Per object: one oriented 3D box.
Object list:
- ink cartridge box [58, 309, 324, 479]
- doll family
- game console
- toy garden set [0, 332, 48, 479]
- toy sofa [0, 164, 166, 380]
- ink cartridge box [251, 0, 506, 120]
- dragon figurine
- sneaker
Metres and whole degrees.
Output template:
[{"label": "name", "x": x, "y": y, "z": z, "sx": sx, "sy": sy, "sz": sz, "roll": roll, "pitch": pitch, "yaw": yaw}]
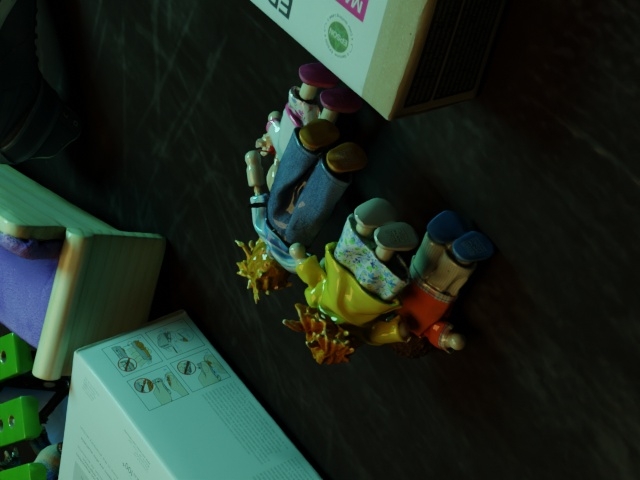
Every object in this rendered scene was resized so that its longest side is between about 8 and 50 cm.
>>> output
[{"label": "ink cartridge box", "x": -0.117, "y": 0.274, "z": 1.419, "sx": 0.309, "sy": 0.130, "sz": 0.272, "roll": 48, "pitch": 141, "yaw": 30}, {"label": "doll family", "x": 0.000, "y": 0.000, "z": 1.139, "sx": 0.263, "sy": 0.118, "sz": 0.163, "roll": 52, "pitch": 141, "yaw": 24}, {"label": "game console", "x": -0.326, "y": 0.214, "z": 1.714, "sx": 0.144, "sy": 0.124, "sz": 0.085, "roll": -45, "pitch": 43, "yaw": 52}, {"label": "toy garden set", "x": -0.334, "y": 0.235, "z": 1.582, "sx": 0.204, "sy": 0.049, "sz": 0.244, "roll": -23, "pitch": 73, "yaw": 51}, {"label": "toy sofa", "x": -0.336, "y": 0.006, "z": 1.513, "sx": 0.362, "sy": 0.177, "sz": 0.150, "roll": 27, "pitch": 106, "yaw": 43}, {"label": "ink cartridge box", "x": 0.027, "y": -0.227, "z": 1.024, "sx": 0.234, "sy": 0.088, "sz": 0.193, "roll": 43, "pitch": 136, "yaw": 32}, {"label": "dragon figurine", "x": -0.273, "y": 0.299, "z": 1.663, "sx": 0.144, "sy": 0.085, "sz": 0.289, "roll": 20, "pitch": 128, "yaw": 34}, {"label": "sneaker", "x": -0.297, "y": -0.186, "z": 1.483, "sx": 0.086, "sy": 0.163, "sz": 0.226, "roll": 7, "pitch": 71, "yaw": 37}]
